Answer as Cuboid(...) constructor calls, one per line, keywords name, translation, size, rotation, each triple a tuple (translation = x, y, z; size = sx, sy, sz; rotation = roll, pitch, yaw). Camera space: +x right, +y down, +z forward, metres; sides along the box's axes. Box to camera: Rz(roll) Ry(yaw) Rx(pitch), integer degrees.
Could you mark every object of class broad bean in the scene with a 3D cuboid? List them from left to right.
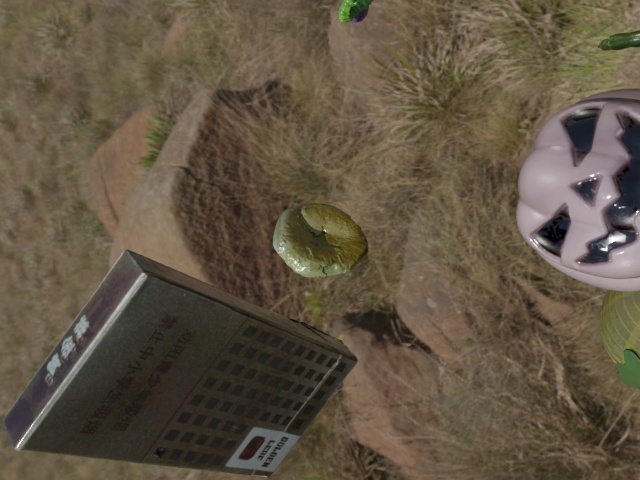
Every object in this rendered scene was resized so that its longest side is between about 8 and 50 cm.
Cuboid(name="broad bean", translation=(0.875, -0.515, 1.559), size=(0.292, 0.144, 0.049), rotation=(5, 92, 20))

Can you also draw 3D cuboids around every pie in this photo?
Cuboid(name="pie", translation=(0.000, 0.000, 0.522), size=(0.084, 0.085, 0.020), rotation=(55, 145, 28))

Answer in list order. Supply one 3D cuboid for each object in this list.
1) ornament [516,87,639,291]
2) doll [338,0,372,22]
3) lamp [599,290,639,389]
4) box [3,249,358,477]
Cuboid(name="ornament", translation=(0.258, -0.046, 0.543), size=(0.178, 0.178, 0.177), rotation=(12, 106, 48))
Cuboid(name="doll", translation=(0.088, -0.472, 1.136), size=(0.050, 0.190, 0.115), rotation=(32, 159, 6))
Cuboid(name="lamp", translation=(0.581, 0.120, 0.977), size=(0.250, 0.250, 0.284), rotation=(24, 154, 45))
Cuboid(name="box", translation=(-0.108, 0.142, 0.600), size=(0.180, 0.325, 0.047), rotation=(-54, 50, 3))
